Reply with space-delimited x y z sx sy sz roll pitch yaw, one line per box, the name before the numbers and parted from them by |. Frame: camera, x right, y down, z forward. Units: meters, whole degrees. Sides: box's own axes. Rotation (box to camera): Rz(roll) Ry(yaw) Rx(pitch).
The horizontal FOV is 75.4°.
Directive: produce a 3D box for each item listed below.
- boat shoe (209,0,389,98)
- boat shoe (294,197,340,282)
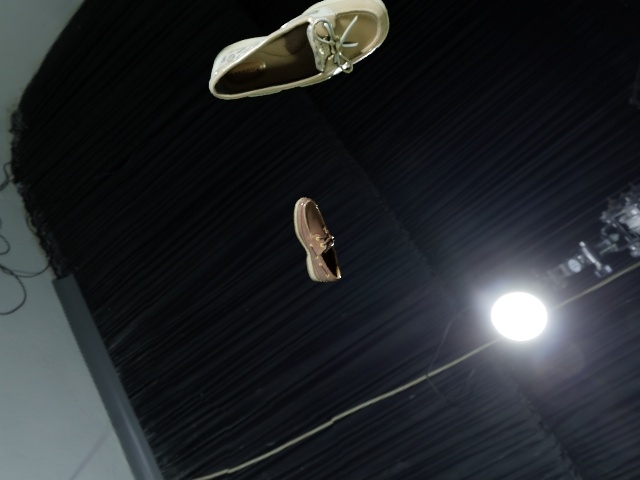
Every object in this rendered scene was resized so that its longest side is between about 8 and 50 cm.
boat shoe | -0.032 -0.279 0.629 0.089 0.285 0.104 -92 159 -51
boat shoe | 0.000 0.000 0.803 0.064 0.060 0.178 -34 118 -41
